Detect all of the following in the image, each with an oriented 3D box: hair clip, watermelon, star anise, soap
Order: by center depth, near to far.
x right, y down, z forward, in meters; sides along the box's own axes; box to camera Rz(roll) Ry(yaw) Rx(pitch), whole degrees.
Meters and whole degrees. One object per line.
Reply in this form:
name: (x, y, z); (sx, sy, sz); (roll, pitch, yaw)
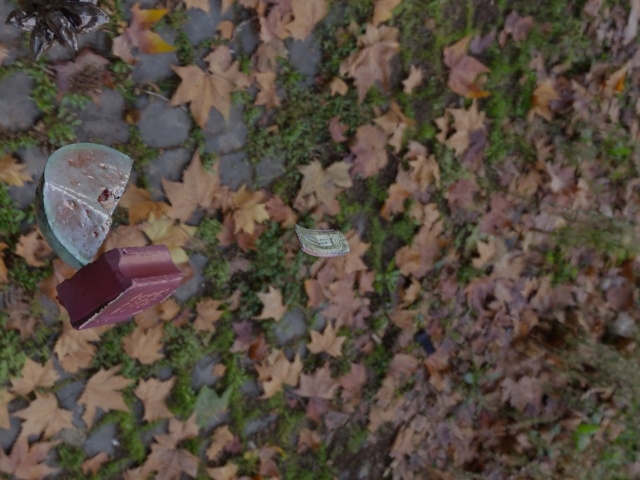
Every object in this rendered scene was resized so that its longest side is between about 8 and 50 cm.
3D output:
hair clip: (-0.001, 0.000, 1.293); (0.022, 0.054, 0.137); (-34, 157, 31)
star anise: (-0.496, -0.439, 1.455); (0.197, 0.212, 0.073); (-36, 148, -14)
soap: (-0.381, 0.082, 1.505); (0.162, 0.099, 0.250); (-38, 170, 17)
watermelon: (-0.564, -0.082, 1.708); (0.188, 0.322, 0.175); (35, 124, -21)
